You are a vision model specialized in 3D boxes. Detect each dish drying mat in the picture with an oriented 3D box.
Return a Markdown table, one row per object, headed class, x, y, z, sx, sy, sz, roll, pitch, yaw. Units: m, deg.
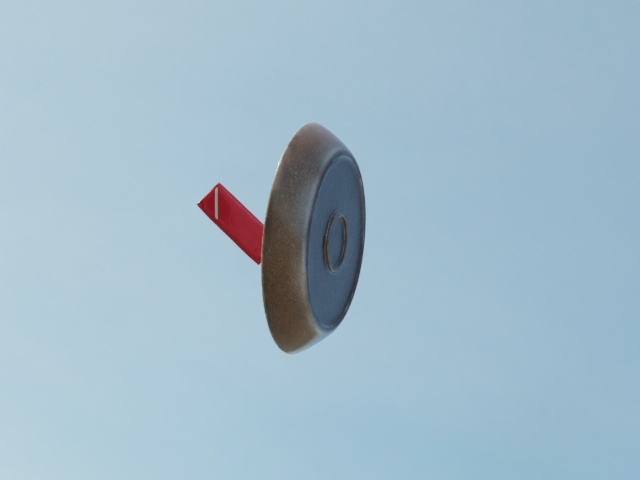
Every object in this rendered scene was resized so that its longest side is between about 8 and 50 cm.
| class | x | y | z | sx | sy | sz | roll | pitch | yaw |
| --- | --- | --- | --- | --- | --- | --- | --- | --- | --- |
| dish drying mat | -0.077 | -0.016 | 1.641 | 0.083 | 0.032 | 0.008 | 44 | -3 | -10 |

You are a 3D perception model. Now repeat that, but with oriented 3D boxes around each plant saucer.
| class | x | y | z | sx | sy | sz | roll | pitch | yaw |
| --- | --- | --- | --- | --- | --- | --- | --- | --- | --- |
| plant saucer | 0.000 | 0.000 | 1.248 | 0.029 | 0.168 | 0.168 | 7 | -33 | 20 |
